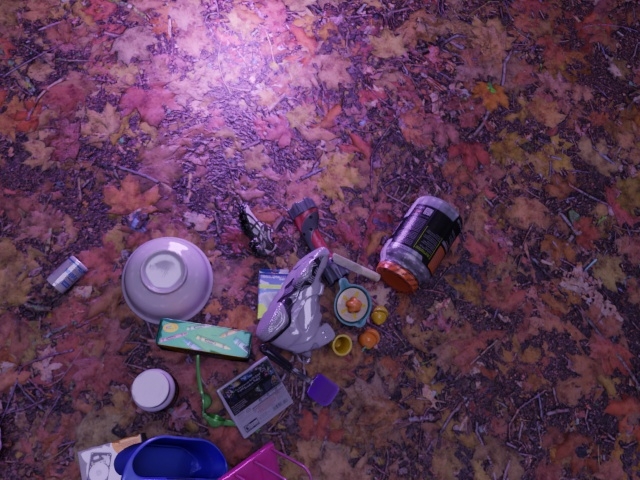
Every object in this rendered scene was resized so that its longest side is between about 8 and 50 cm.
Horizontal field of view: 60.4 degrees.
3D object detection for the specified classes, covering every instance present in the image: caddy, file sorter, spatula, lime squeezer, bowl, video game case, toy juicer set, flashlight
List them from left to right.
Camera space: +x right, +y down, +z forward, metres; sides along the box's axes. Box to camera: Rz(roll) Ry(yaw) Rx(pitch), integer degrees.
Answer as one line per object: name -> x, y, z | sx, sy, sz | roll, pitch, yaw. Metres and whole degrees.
bowl -> -0.493, 0.113, 1.757 | 0.297, 0.134, 0.298 | 3, 72, -9
caddy -> -0.405, 0.666, 1.502 | 0.341, 0.179, 0.242 | 24, 55, -42
lime squeezer -> -0.322, 0.501, 1.684 | 0.110, 0.059, 0.310 | -36, 97, 5
video game case -> -0.203, 0.485, 1.713 | 0.190, 0.022, 0.173 | -31, 94, -26
file sorter -> -0.170, 0.741, 1.496 | 0.290, 0.182, 0.202 | -24, 111, -41
spatula -> -0.076, 0.427, 1.782 | 0.296, 0.030, 0.084 | 34, 73, 2
flashlight -> 0.000, 0.000, 1.892 | 0.103, 0.103, 0.304 | -28, 78, -17
toy juicer set -> 0.137, 0.211, 1.811 | 0.209, 0.089, 0.329 | 3, 88, -21

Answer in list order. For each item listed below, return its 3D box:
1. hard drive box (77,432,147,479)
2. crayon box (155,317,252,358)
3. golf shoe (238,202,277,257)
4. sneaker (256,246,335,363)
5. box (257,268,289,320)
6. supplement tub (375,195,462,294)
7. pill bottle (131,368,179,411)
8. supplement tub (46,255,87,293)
hard drive box -> -0.578, 0.696, 1.584 | 0.181, 0.089, 0.232 | -14, 76, -13
crayon box -> -0.354, 0.311, 1.700 | 0.278, 0.165, 0.081 | 10, 71, -6
golf shoe -> -0.217, -0.041, 1.890 | 0.093, 0.077, 0.198 | -19, 83, -26
sneaker -> -0.033, 0.211, 1.780 | 0.210, 0.137, 0.366 | 40, 69, -16
box -> -0.156, 0.179, 1.841 | 0.108, 0.042, 0.178 | 3, 73, -9
supplement tub -> 0.336, 0.018, 1.894 | 0.193, 0.193, 0.316 | 36, 70, 3
pill bottle -> -0.482, 0.439, 1.609 | 0.121, 0.221, 0.121 | 3, 73, -9
supplement tub -> -0.800, 0.107, 1.740 | 0.071, 0.071, 0.107 | 39, 71, 4
